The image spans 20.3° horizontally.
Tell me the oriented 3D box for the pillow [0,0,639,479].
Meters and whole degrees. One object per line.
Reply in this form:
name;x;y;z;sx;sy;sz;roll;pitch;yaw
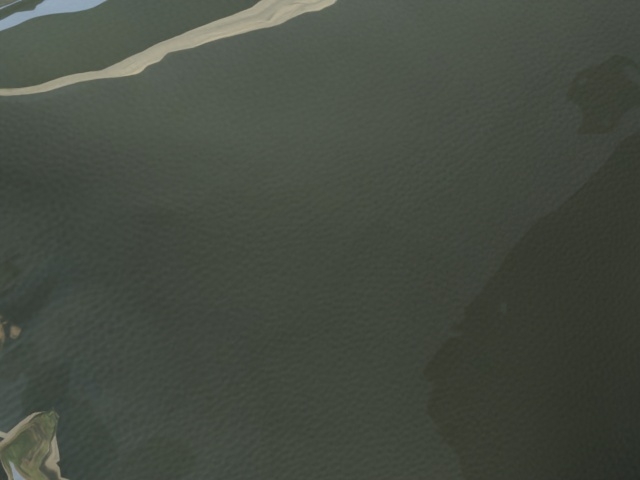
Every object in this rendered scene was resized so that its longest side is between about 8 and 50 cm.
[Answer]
pillow;0.046;0.017;0.490;0.322;0.120;0.255;-29;-84;-31
